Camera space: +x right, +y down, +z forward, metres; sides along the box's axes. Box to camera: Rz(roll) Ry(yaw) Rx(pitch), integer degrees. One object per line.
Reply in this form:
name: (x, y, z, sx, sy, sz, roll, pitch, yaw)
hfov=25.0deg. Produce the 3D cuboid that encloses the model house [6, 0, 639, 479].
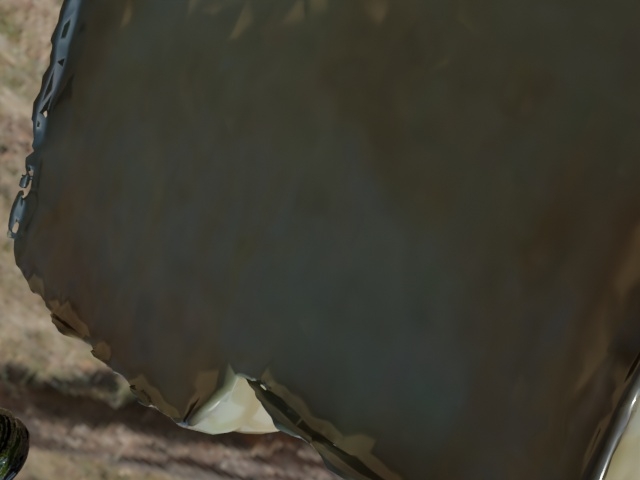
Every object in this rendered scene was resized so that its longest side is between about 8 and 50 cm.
model house: (0.140, -0.062, 0.735, 0.400, 0.395, 0.445, 12, -167, -41)

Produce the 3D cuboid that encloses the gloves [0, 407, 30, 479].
gloves: (-0.285, 0.077, 0.998, 0.135, 0.107, 0.268, 48, 157, 49)
